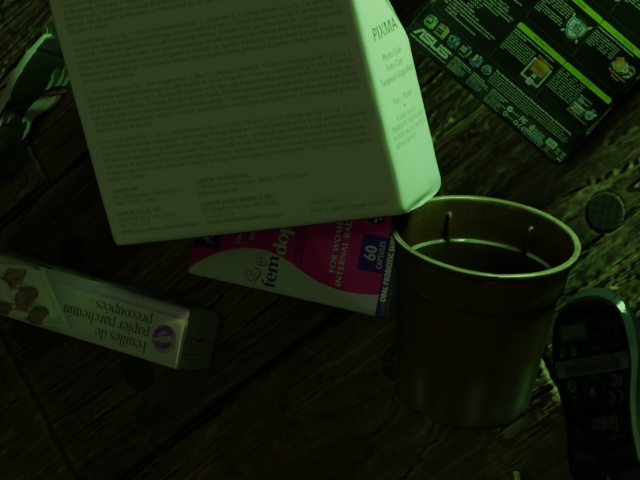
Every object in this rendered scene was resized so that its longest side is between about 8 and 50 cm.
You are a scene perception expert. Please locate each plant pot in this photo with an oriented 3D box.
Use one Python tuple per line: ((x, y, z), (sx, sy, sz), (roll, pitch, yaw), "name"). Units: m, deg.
((0.137, 0.067, 1.646), (0.167, 0.167, 0.165), (19, 119, 28), "plant pot")

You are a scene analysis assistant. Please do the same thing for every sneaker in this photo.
((-0.332, -0.157, 1.969), (0.077, 0.072, 0.178), (40, 101, 35), "sneaker")

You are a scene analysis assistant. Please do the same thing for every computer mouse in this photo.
((0.241, 0.182, 1.657), (0.184, 0.060, 0.262), (-22, 72, 46), "computer mouse")

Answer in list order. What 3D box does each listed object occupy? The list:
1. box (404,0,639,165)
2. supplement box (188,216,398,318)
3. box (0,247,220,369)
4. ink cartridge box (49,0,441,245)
((0.202, -0.195, 1.656), (0.190, 0.045, 0.184), (39, 106, -3), "box")
((0.000, 0.000, 1.758), (0.220, 0.114, 0.111), (11, 94, 30), "supplement box")
((-0.257, 0.064, 1.919), (0.324, 0.067, 0.063), (15, 95, 29), "box")
((-0.085, -0.197, 1.631), (0.308, 0.091, 0.385), (-6, 105, 29), "ink cartridge box")
